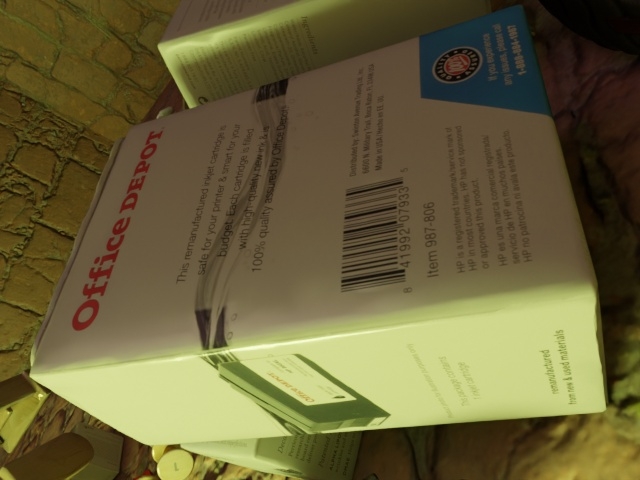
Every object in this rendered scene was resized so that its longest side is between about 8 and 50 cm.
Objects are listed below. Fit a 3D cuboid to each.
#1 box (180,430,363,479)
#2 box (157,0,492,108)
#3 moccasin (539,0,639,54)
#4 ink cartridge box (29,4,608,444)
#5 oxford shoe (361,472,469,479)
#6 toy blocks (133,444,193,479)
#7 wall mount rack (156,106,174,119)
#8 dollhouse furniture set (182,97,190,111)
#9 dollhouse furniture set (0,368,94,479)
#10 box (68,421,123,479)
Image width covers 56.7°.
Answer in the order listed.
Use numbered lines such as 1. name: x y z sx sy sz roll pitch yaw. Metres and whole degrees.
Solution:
1. box: -0.043 0.160 0.658 0.181 0.119 0.182 -21 47 53
2. box: 0.016 -0.255 0.718 0.345 0.168 0.215 -12 41 14
3. moccasin: 0.282 -0.231 0.449 0.147 0.139 0.380 -50 25 7
4. ink cartridge box: 0.000 0.000 0.506 0.395 0.166 0.285 -11 48 20
5. oxford shoe: 0.029 0.257 0.493 0.271 0.097 0.098 -27 22 42
6. toy blocks: -0.257 0.348 0.925 0.123 0.054 0.148 -62 26 -4
7. wall mount rack: -0.179 -0.273 1.268 0.304 0.130 0.350 -24 22 -18
8. dollhouse furniture set: -0.076 -0.234 0.965 0.212 0.242 0.161 -50 28 21
9. dollhouse furniture set: -0.500 0.447 1.002 0.362 0.394 0.256 -53 -11 17
10. box: -0.449 0.424 1.136 0.101 0.102 0.087 -50 26 19
